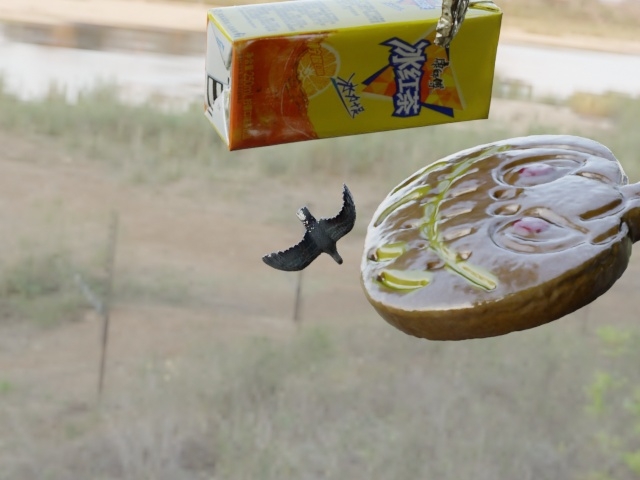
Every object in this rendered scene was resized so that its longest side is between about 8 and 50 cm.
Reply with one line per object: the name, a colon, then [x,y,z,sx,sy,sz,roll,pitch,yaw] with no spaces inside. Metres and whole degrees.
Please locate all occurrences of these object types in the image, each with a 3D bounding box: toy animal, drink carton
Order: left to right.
toy animal: [0.000,-0.001,1.153,0.050,0.084,0.028,45,4,-38]
drink carton: [0.040,-0.215,1.902,0.351,0.155,0.111,-8,34,-19]

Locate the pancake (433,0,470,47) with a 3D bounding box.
pancake: [0.137,-0.324,1.575,0.056,0.212,0.257,13,-20,9]

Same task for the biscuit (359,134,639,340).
biscuit: [0.214,-0.024,1.718,0.350,0.070,0.394,-13,24,9]
